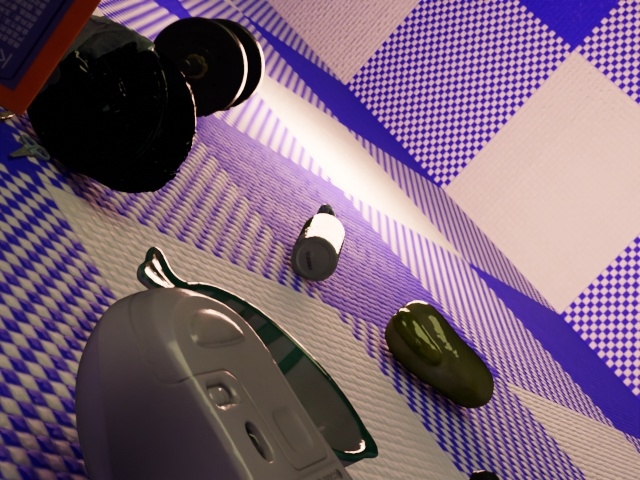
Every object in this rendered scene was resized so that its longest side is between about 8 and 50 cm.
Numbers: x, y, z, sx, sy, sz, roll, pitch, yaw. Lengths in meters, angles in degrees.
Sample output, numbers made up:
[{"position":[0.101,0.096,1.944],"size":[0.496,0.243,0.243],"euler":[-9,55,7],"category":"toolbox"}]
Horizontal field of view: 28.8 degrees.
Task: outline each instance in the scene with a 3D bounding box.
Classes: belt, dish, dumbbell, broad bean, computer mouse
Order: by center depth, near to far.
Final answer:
[{"position":[-0.057,0.169,0.768],"size":[0.296,0.121,0.184],"euler":[58,12,7],"category":"computer mouse"},{"position":[-0.069,0.117,0.996],"size":[0.246,0.078,0.224],"euler":[41,12,-10],"category":"dish"},{"position":[-0.213,-0.142,1.255],"size":[0.198,0.151,0.078],"euler":[47,8,25],"category":"belt"},{"position":[0.156,0.147,1.599],"size":[0.174,0.082,0.124],"euler":[37,11,-16],"category":"broad bean"},{"position":[-0.166,-0.258,1.841],"size":[0.143,0.143,0.325],"euler":[42,12,-1],"category":"dumbbell"}]

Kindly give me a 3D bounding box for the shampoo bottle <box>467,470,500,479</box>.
[{"position":[0.206,0.317,1.169],"size":[0.127,0.078,0.257],"euler":[26,22,-38],"category":"shampoo bottle"}]

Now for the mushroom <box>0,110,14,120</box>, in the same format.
[{"position":[-0.324,-0.116,1.144],"size":[0.028,0.025,0.286],"euler":[26,14,0],"category":"mushroom"}]

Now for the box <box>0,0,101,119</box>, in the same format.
[{"position":[-0.373,-0.336,1.140],"size":[0.349,0.256,0.318],"euler":[30,14,-31],"category":"box"}]

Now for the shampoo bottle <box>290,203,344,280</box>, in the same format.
[{"position":[0.000,0.000,1.658],"size":[0.065,0.065,0.204],"euler":[41,12,-5],"category":"shampoo bottle"}]

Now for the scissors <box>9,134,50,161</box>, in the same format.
[{"position":[-0.283,-0.086,1.194],"size":[0.036,0.006,0.083],"euler":[44,11,-2],"category":"scissors"}]
